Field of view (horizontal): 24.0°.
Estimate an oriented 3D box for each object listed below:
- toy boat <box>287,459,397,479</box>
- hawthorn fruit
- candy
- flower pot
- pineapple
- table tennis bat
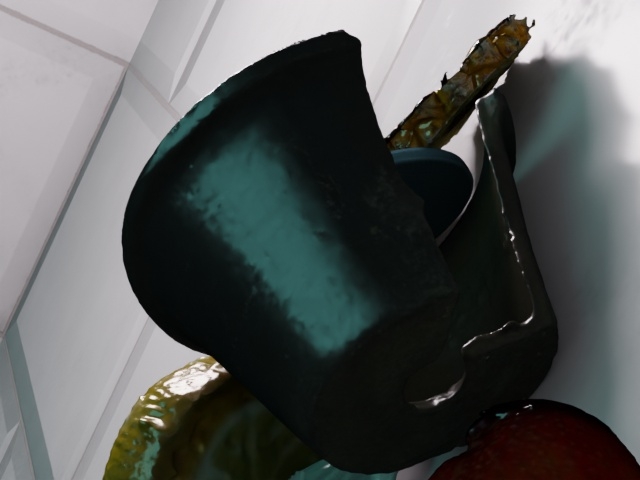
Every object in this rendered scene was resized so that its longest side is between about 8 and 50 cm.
[{"bbox_3d":[-0.003,0.316,1.376,0.199,0.100,0.290,-14,58,66],"label":"toy boat"},{"bbox_3d":[0.156,0.234,0.994,0.189,0.189,0.251,-54,43,30],"label":"hawthorn fruit"},{"bbox_3d":[-0.092,0.242,1.458,0.118,0.260,0.260,6,73,48],"label":"candy"},{"bbox_3d":[0.041,0.045,1.284,0.379,0.379,0.251,-56,45,27],"label":"flower pot"},{"bbox_3d":[0.138,-0.143,1.494,0.221,0.047,0.221,-46,-3,-3],"label":"pineapple"},{"bbox_3d":[0.000,0.000,1.449,0.044,0.329,0.215,62,162,24],"label":"table tennis bat"}]
